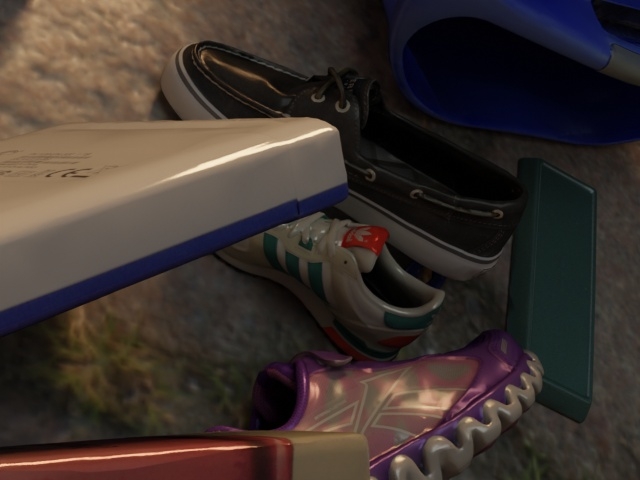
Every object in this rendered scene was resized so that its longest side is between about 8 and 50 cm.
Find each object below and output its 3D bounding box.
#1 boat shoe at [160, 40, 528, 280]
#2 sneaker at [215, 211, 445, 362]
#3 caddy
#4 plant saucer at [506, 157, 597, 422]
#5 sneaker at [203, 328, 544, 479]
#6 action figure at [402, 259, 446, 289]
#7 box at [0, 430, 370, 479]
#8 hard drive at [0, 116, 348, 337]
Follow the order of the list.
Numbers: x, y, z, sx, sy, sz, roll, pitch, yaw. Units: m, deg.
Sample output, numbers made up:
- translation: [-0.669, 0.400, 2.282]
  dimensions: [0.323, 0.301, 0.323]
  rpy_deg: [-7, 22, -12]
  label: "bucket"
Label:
- translation: [0.018, -0.062, 0.668]
  dimensions: [0.228, 0.076, 0.080]
  rpy_deg: [34, 38, 0]
  label: "boat shoe"
- translation: [0.000, 0.000, 0.636]
  dimensions: [0.161, 0.075, 0.057]
  rpy_deg: [41, 47, -8]
  label: "sneaker"
- translation: [0.193, -0.172, 0.771]
  dimensions: [0.341, 0.241, 0.179]
  rpy_deg: [5, 54, -32]
  label: "caddy"
- translation: [0.159, 0.025, 0.773]
  dimensions: [0.067, 0.018, 0.192]
  rpy_deg: [27, 50, -19]
  label: "plant saucer"
- translation: [0.022, 0.093, 0.589]
  dimensions: [0.236, 0.095, 0.104]
  rpy_deg: [-30, 74, -41]
  label: "sneaker"
- translation: [0.076, 0.007, 0.720]
  dimensions: [0.038, 0.030, 0.115]
  rpy_deg: [37, 46, -3]
  label: "action figure"
- translation: [-0.111, 0.136, 0.398]
  dimensions: [0.232, 0.149, 0.126]
  rpy_deg: [3, 80, -38]
  label: "box"
- translation: [-0.173, 0.008, 0.430]
  dimensions: [0.319, 0.210, 0.040]
  rpy_deg: [-23, 109, -42]
  label: "hard drive"
